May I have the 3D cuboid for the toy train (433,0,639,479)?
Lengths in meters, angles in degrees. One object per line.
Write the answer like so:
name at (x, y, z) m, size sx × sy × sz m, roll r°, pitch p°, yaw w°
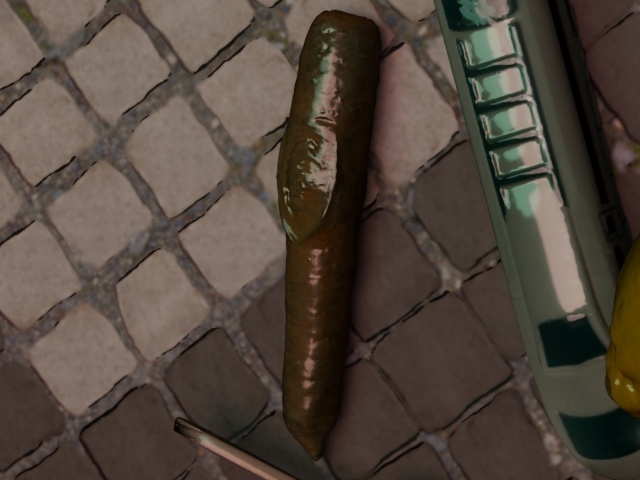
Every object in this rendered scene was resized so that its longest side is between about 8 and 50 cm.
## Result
toy train at (0.165, -0.021, 1.395) m, size 0.086 × 0.088 × 0.407 m, roll -15°, pitch 91°, yaw 21°

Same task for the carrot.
carrot at (0.000, 0.000, 1.472) m, size 0.070 × 0.070 × 0.342 m, roll 8°, pitch 99°, yaw 20°

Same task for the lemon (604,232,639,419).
lemon at (0.301, 0.044, 1.290) m, size 0.260 × 0.204 × 0.204 m, roll -30°, pitch 84°, yaw 21°

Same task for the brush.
brush at (0.035, 0.192, 1.471) m, size 0.313 × 0.072 × 0.067 m, roll 26°, pitch 81°, yaw 11°
